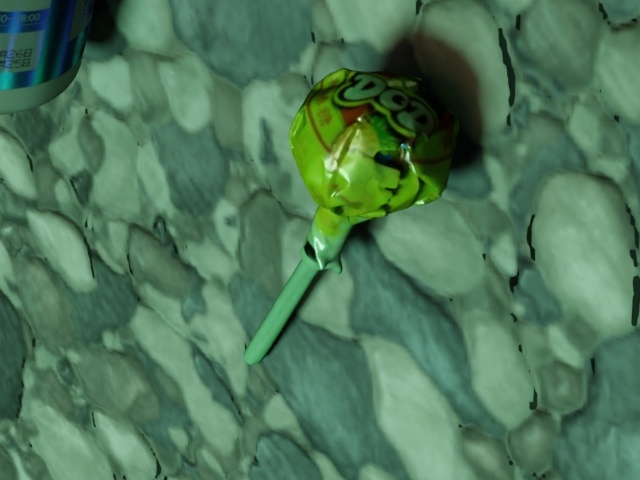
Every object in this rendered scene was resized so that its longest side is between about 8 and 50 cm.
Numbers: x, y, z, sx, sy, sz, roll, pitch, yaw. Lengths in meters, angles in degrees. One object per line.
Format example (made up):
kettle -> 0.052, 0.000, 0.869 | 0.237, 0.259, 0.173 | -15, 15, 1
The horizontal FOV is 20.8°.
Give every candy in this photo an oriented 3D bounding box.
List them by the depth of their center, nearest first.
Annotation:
candy -> 0.000, 0.000, 0.701 | 0.062, 0.058, 0.194 | 25, 142, -3

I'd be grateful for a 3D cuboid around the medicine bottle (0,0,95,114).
medicine bottle -> -0.136, -0.155, 0.718 | 0.107, 0.107, 0.191 | 40, 131, 26
